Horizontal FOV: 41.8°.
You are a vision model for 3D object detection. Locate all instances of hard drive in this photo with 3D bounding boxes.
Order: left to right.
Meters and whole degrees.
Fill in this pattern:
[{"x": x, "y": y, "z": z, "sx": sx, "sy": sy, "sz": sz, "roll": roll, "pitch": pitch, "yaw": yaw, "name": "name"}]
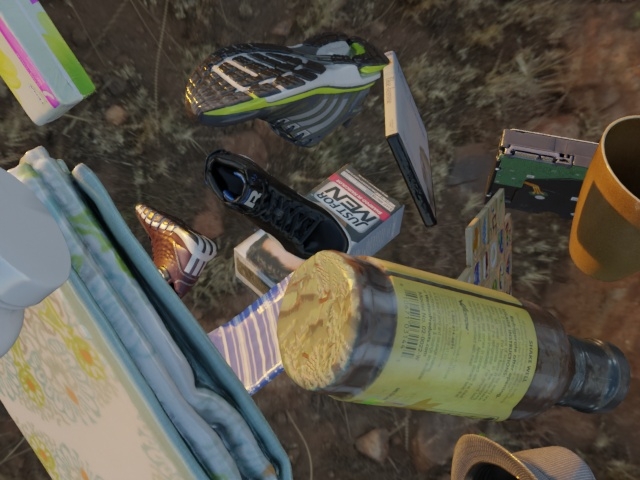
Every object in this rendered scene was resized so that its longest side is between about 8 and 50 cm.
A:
[{"x": 0.487, "y": -0.136, "z": 1.815, "sx": 0.236, "sy": 0.339, "sz": 0.064, "roll": 11, "pitch": 77, "yaw": 9, "name": "hard drive"}]

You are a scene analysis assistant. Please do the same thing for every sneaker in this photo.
[{"x": -0.327, "y": 0.031, "z": 1.694, "sx": 0.106, "sy": 0.281, "sz": 0.163, "roll": 24, "pitch": 92, "yaw": -38, "name": "sneaker"}, {"x": -0.064, "y": -0.036, "z": 1.078, "sx": 0.217, "sy": 0.121, "sz": 0.079, "roll": 35, "pitch": 98, "yaw": 10, "name": "sneaker"}, {"x": -0.035, "y": -0.162, "z": 0.987, "sx": 0.111, "sy": 0.300, "sz": 0.121, "roll": 38, "pitch": 128, "yaw": 30, "name": "sneaker"}]

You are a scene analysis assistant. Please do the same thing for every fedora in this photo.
[{"x": 0.277, "y": 0.353, "z": 1.044, "sx": 0.124, "sy": 0.243, "sz": 0.276, "roll": -16, "pitch": 109, "yaw": -26, "name": "fedora"}]

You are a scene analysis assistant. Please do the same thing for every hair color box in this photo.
[{"x": 0.000, "y": 0.000, "z": 1.940, "sx": 0.185, "sy": 0.114, "sz": 0.374, "roll": 39, "pitch": 61, "yaw": 23, "name": "hair color box"}]

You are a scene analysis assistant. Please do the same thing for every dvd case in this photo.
[{"x": 0.139, "y": -0.164, "z": 1.314, "sx": 0.022, "sy": 0.253, "sz": 0.180, "roll": -17, "pitch": 127, "yaw": 16, "name": "dvd case"}]

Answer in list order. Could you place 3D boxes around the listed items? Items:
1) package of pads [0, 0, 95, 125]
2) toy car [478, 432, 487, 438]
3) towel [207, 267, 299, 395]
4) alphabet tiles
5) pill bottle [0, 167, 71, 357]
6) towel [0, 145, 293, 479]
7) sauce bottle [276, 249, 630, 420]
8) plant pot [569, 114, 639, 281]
[{"x": -0.649, "y": -0.414, "z": 1.862, "sx": 0.101, "sy": 0.229, "sz": 0.297, "roll": -39, "pitch": 105, "yaw": -30, "name": "package of pads"}, {"x": 0.332, "y": 0.536, "z": 1.776, "sx": 0.155, "sy": 0.149, "sz": 0.188, "roll": 42, "pitch": 103, "yaw": 15, "name": "toy car"}, {"x": -0.079, "y": 0.152, "z": 1.525, "sx": 0.336, "sy": 0.243, "sz": 0.040, "roll": -39, "pitch": 117, "yaw": 9, "name": "towel"}, {"x": 0.260, "y": 0.084, "z": 1.310, "sx": 0.011, "sy": 0.342, "sz": 0.285, "roll": 4, "pitch": 109, "yaw": 23, "name": "alphabet tiles"}, {"x": -0.264, "y": 0.049, "z": 0.510, "sx": 0.216, "sy": 0.121, "sz": 0.121, "roll": -34, "pitch": 93, "yaw": 11, "name": "pill bottle"}, {"x": -0.214, "y": 0.127, "z": 0.799, "sx": 0.090, "sy": 0.320, "sz": 0.374, "roll": -34, "pitch": 93, "yaw": -39, "name": "towel"}, {"x": 0.130, "y": 0.094, "z": 0.695, "sx": 0.344, "sy": 0.111, "sz": 0.111, "roll": 16, "pitch": 89, "yaw": -33, "name": "sauce bottle"}, {"x": 0.543, "y": -0.047, "z": 1.470, "sx": 0.237, "sy": 0.254, "sz": 0.237, "roll": 8, "pitch": 51, "yaw": -10, "name": "plant pot"}]
